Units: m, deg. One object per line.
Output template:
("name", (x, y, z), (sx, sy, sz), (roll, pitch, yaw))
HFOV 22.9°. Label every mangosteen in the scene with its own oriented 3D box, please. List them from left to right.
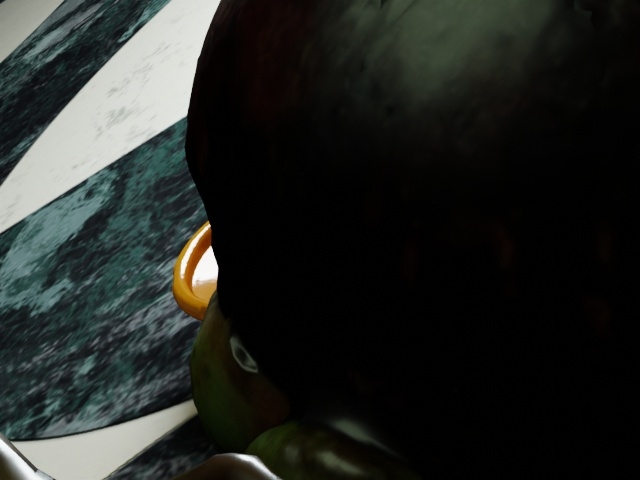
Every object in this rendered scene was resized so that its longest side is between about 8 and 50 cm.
("mangosteen", (0.086, -0.005, 0.555), (0.311, 0.311, 0.311), (-32, 24, 16))

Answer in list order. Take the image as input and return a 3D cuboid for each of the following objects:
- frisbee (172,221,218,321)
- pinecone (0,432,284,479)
("frisbee", (0.000, 0.000, 0.971), (0.192, 0.035, 0.192), (-20, 24, 10))
("pinecone", (-0.104, 0.210, 0.261), (0.384, 0.384, 0.384), (-32, 24, 16))
